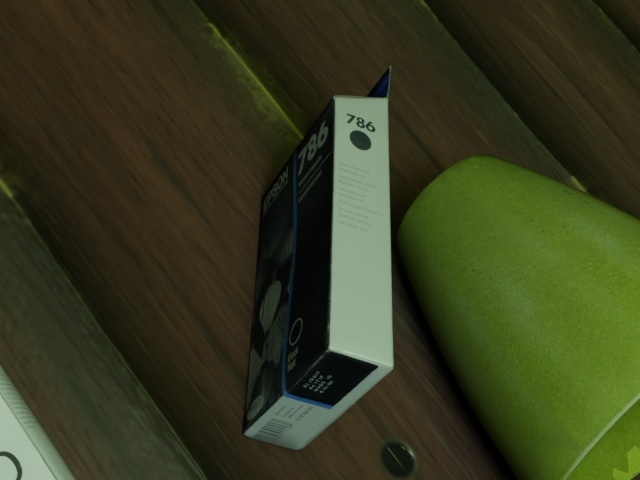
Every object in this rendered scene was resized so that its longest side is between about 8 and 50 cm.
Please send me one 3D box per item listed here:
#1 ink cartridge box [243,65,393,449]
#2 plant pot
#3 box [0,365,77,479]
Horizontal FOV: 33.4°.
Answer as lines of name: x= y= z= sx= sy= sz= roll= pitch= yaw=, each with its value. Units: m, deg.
ink cartridge box: x=0.000 y=0.000 z=0.947 sx=0.065 sy=0.165 sz=0.333 roll=19 pitch=49 yaw=-19
plant pot: x=0.215 y=0.059 z=1.000 sx=0.274 sy=0.275 sz=0.293 roll=-15 pitch=52 yaw=-39
box: x=-0.290 y=0.144 z=0.634 sx=0.232 sy=0.058 sz=0.322 roll=-35 pitch=81 yaw=-8
